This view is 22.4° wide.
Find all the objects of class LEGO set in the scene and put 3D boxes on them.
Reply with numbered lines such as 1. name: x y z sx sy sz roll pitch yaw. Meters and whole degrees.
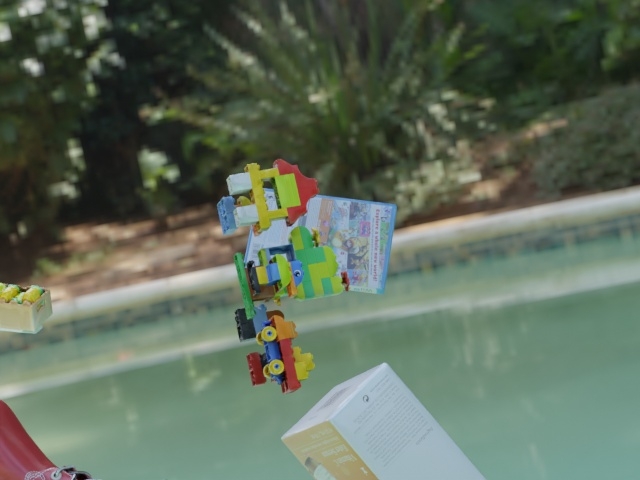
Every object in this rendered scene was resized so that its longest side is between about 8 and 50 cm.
1. LEGO set: -0.351 0.016 1.410 0.132 0.107 0.287 8 -4 -41

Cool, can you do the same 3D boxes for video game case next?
1. video game case: 0.000 0.000 1.902 0.166 0.119 0.015 7 -32 5

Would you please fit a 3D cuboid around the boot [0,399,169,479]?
1. boot: -0.206 0.221 1.462 0.176 0.244 0.088 -35 -8 18

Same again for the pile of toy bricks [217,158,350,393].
1. pile of toy bricks: -0.024 0.036 1.525 0.105 0.212 0.118 -10 -9 -16

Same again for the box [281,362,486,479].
1. box: 0.065 0.226 1.632 0.091 0.170 0.130 -42 3 -28
